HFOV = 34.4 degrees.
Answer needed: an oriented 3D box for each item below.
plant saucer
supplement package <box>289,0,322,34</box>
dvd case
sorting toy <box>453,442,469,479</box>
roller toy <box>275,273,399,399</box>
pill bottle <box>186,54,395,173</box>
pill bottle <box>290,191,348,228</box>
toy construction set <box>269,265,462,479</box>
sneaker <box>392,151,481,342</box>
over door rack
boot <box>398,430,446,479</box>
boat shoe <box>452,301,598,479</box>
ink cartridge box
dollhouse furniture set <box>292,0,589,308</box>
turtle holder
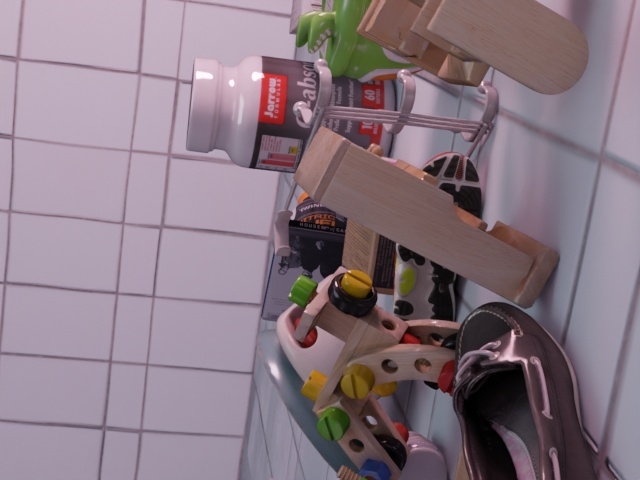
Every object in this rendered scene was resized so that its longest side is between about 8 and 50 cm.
[{"bbox_3d":[0.012,0.261,1.631,0.044,0.317,0.317,-37,19,6],"label":"plant saucer"},{"bbox_3d":[0.063,-0.496,1.844,0.199,0.198,0.262,-148,65,-80],"label":"supplement package"},{"bbox_3d":[-0.008,0.070,1.982,0.029,0.179,0.238,-89,10,-51],"label":"dvd case"},{"bbox_3d":[0.197,0.261,1.078,0.208,0.038,0.192,-118,34,-66],"label":"sorting toy"},{"bbox_3d":[0.041,0.152,1.554,0.146,0.191,0.209,-40,-3,8],"label":"roller toy"},{"bbox_3d":[-0.059,-0.229,1.910,0.210,0.363,0.210,-175,90,-80],"label":"pill bottle"},{"bbox_3d":[0.000,0.000,2.127,0.245,0.131,0.130,-94,14,-47],"label":"pill bottle"},{"bbox_3d":[0.028,0.179,1.221,0.308,0.237,0.257,-57,-1,-31],"label":"toy construction set"},{"bbox_3d":[0.139,0.003,1.379,0.118,0.107,0.278,-91,11,-64],"label":"sneaker"},{"bbox_3d":[0.074,-0.106,1.403,0.324,0.240,0.108,107,163,-47],"label":"over door rack"},{"bbox_3d":[0.113,0.385,1.382,0.123,0.095,0.258,-142,65,-88],"label":"boot"},{"bbox_3d":[0.177,0.166,0.948,0.112,0.096,0.335,-46,33,26],"label":"boat shoe"},{"bbox_3d":[0.104,-0.029,1.646,0.234,0.088,0.193,-127,45,-77],"label":"ink cartridge box"},{"bbox_3d":[0.182,-0.170,1.086,0.394,0.257,0.362,-62,13,5],"label":"dollhouse furniture set"},{"bbox_3d":[0.099,-0.384,1.473,0.243,0.228,0.320,145,131,-79],"label":"turtle holder"}]
